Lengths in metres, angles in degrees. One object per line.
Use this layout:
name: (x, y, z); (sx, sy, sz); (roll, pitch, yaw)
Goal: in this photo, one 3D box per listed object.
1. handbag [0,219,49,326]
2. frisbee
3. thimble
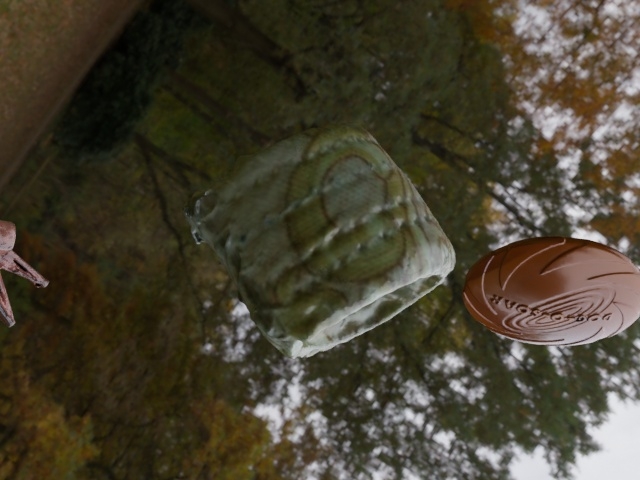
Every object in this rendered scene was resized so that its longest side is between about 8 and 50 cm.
handbag: (-0.279, -0.040, 0.530); (0.157, 0.212, 0.059); (19, -116, 45)
frisbee: (0.247, 0.066, 0.896); (0.192, 0.192, 0.035); (-37, -149, 44)
thimble: (0.000, 0.000, 0.653); (0.190, 0.143, 0.137); (-17, 160, -42)
